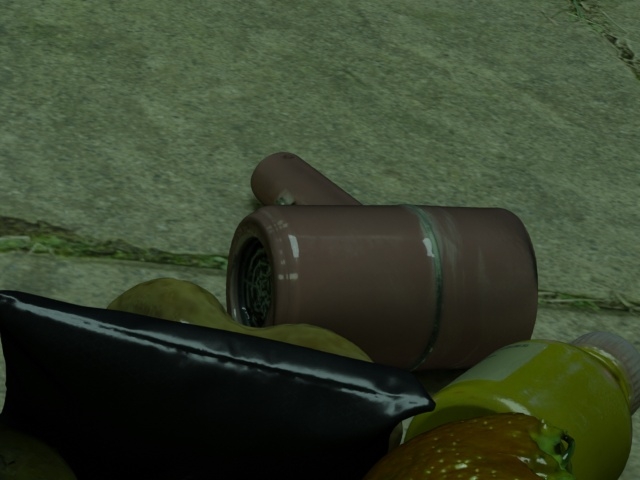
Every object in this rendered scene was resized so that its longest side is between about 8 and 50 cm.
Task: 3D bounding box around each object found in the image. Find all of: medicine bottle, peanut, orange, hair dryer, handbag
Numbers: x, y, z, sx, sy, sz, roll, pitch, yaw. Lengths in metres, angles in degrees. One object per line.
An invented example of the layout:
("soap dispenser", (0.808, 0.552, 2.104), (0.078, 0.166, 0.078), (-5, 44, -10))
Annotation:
("medicine bottle", (0.153, 0.125, 1.241), (0.122, 0.121, 0.212), (25, 27, 23))
("peanut", (-0.050, 0.092, 1.238), (0.229, 0.098, 0.103), (20, 0, 14))
("orange", (0.082, 0.195, 0.989), (0.159, 0.179, 0.237), (-2, 17, 4))
("hair dryer", (0.000, 0.000, 1.465), (0.210, 0.125, 0.352), (0, 18, -24))
("handbag", (-0.077, 0.110, 1.094), (0.254, 0.211, 0.088), (13, 60, -4))

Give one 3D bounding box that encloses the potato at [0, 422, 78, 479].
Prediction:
("potato", (-0.181, 0.173, 0.995), (0.117, 0.090, 0.225), (-11, 24, -8))
